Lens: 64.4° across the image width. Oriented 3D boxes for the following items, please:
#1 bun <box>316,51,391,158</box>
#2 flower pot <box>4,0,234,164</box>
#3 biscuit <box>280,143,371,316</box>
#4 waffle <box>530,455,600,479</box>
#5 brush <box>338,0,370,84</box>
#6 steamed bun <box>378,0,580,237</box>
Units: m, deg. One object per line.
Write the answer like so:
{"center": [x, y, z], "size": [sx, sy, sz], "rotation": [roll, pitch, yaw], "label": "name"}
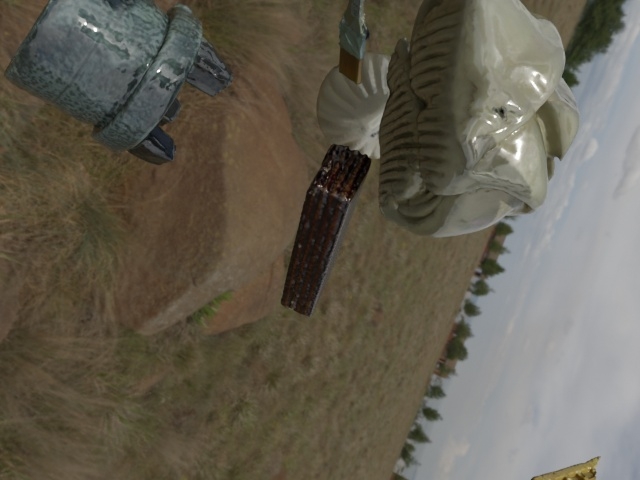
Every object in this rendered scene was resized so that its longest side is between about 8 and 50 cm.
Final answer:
{"center": [0.124, -0.303, 1.204], "size": [0.175, 0.263, 0.263], "rotation": [-103, -158, -61], "label": "bun"}
{"center": [-0.323, -0.308, 0.863], "size": [0.282, 0.299, 0.299], "rotation": [33, 76, -34], "label": "flower pot"}
{"center": [0.000, 0.000, 0.897], "size": [0.388, 0.073, 0.107], "rotation": [106, 9, -53], "label": "biscuit"}
{"center": [0.445, 0.428, 0.838], "size": [0.190, 0.125, 0.032], "rotation": [0, 119, -26], "label": "waffle"}
{"center": [0.065, -0.444, 0.914], "size": [0.020, 0.085, 0.337], "rotation": [-23, 143, -23], "label": "brush"}
{"center": [0.242, -0.181, 0.785], "size": [0.342, 0.255, 0.368], "rotation": [-163, -100, -77], "label": "steamed bun"}
